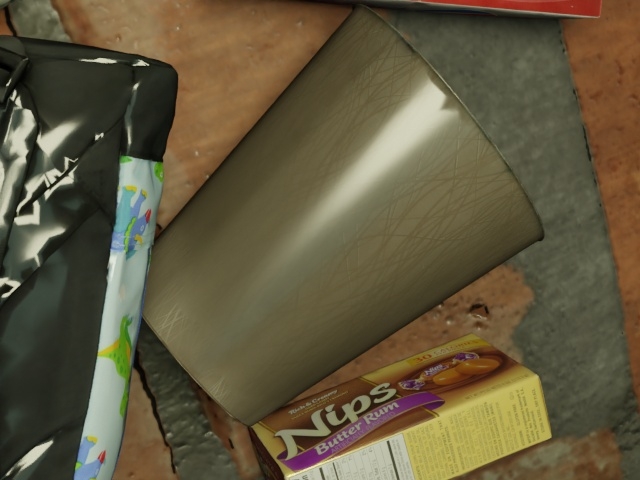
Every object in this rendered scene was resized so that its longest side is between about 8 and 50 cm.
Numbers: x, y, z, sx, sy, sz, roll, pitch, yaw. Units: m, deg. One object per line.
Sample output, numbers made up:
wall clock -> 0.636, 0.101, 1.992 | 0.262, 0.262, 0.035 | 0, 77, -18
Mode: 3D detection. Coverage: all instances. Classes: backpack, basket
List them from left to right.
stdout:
backpack -> -0.230, 0.078, 0.633 | 0.290, 0.273, 0.355 | 1, 85, -8
basket -> 0.000, 0.000, 0.736 | 0.227, 0.154, 0.204 | -41, 119, -1

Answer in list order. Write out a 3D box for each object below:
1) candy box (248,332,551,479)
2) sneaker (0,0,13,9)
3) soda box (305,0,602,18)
candy box -> 0.052, 0.132, 0.798 | 0.187, 0.109, 0.053 | -18, 106, -13
sneaker -> -0.298, -0.164, 0.618 | 0.267, 0.101, 0.106 | -3, 100, -17
soda box -> 0.053, -0.197, 0.741 | 0.263, 0.083, 0.092 | 2, 100, -17
